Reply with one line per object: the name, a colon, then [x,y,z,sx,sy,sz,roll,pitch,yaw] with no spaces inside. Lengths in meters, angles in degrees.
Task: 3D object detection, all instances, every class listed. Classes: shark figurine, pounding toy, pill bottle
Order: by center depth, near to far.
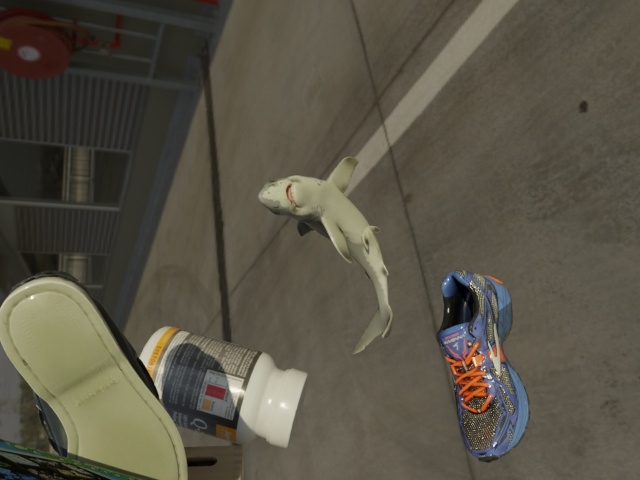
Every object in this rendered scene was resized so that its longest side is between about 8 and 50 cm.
shark figurine: [0.020,0.007,0.773,0.116,0.278,0.166,-16,29,42]
pounding toy: [-0.157,0.423,0.898,0.094,0.181,0.206,-101,12,-63]
pill bottle: [-0.171,0.259,0.999,0.162,0.278,0.162,15,-90,-83]

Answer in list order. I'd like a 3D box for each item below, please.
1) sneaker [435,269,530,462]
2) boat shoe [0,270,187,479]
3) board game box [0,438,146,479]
sneaker: [0.165,0.129,0.630,0.083,0.087,0.221,-32,42,37]
boat shoe: [-0.247,0.182,0.640,0.113,0.127,0.340,34,149,63]
board game box: [-0.199,0.244,0.483,0.193,0.305,0.053,3,65,59]
